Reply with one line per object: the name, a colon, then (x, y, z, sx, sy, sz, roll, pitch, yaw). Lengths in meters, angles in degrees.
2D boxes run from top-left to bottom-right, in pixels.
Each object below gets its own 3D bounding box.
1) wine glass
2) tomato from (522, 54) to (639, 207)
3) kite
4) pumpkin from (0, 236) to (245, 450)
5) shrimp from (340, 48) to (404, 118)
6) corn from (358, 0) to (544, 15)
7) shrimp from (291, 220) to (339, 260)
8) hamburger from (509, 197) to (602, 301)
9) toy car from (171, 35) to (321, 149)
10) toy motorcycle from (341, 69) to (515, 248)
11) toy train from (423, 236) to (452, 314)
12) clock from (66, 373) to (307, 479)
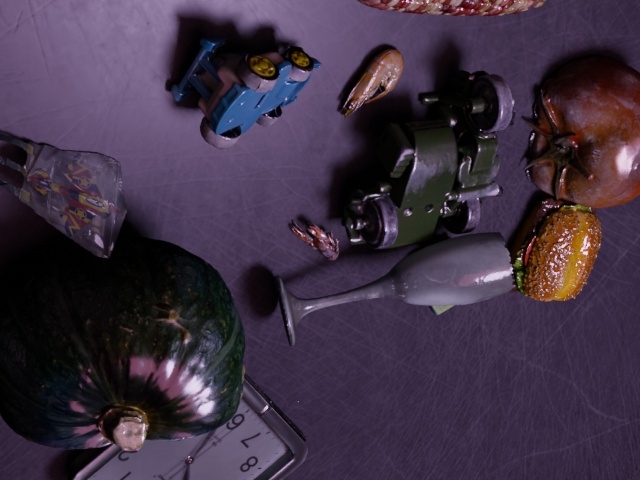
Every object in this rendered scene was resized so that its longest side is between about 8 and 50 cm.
wine glass: (0.102, 0.101, 1.828, 0.310, 0.096, 0.264, -13, 151, -5)
tomato: (0.396, -0.135, 1.829, 0.181, 0.155, 0.214, -21, 127, -23)
kite: (-0.321, -0.073, 1.466, 0.245, 0.141, 0.015, 26, 135, -33)
pumpkin: (-0.236, 0.104, 1.531, 0.293, 0.263, 0.196, -8, 113, -12)
shrimp: (0.069, -0.195, 1.673, 0.059, 0.023, 0.108, 24, 106, -49)
corn: (0.159, -0.321, 1.596, 0.290, 0.098, 0.098, -4, 122, -33)
shrimp: (0.001, -0.001, 1.750, 0.092, 0.038, 0.029, 31, 58, -41)
hamburger: (0.354, 0.017, 1.942, 0.137, 0.087, 0.165, 2, 118, -33)
toy car: (-0.084, -0.194, 1.549, 0.161, 0.098, 0.126, -32, 167, -46)
toy motorcycle: (0.138, -0.100, 1.718, 0.205, 0.127, 0.275, -8, 131, -26)
toy train: (0.173, 0.049, 1.882, 0.081, 0.050, 0.122, -31, 131, 4)
clock: (-0.180, 0.304, 1.833, 0.279, 0.049, 0.273, -39, 131, -3)
